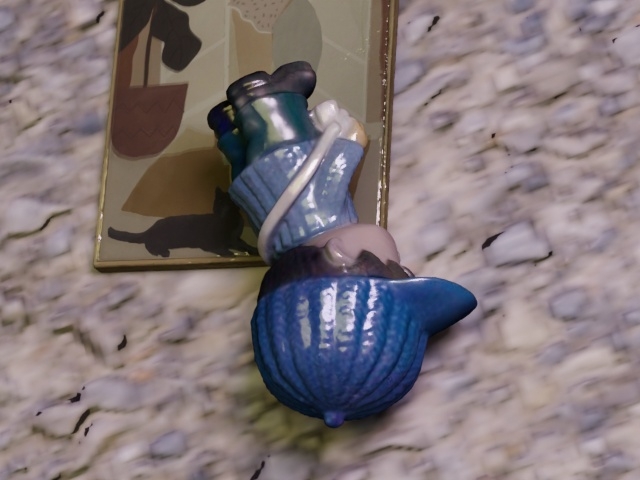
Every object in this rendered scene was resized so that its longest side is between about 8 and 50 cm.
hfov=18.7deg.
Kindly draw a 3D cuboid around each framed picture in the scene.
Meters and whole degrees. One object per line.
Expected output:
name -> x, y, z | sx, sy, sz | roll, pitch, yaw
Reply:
framed picture -> -0.031, -0.084, 0.885 | 0.136, 0.010, 0.201 | -3, 71, 18

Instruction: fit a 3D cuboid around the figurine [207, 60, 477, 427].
figurine -> 0.000, 0.000, 0.800 | 0.086, 0.087, 0.149 | -41, 69, 49
